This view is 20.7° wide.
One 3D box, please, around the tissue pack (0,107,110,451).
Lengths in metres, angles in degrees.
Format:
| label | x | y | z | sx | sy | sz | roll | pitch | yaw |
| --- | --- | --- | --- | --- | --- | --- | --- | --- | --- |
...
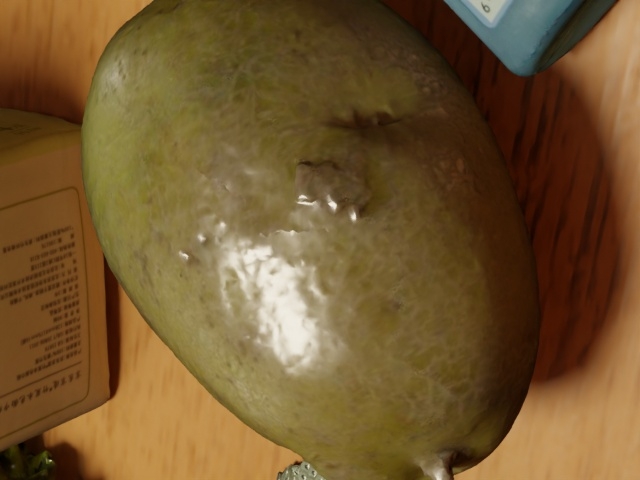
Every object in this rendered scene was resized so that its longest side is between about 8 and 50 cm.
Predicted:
| label | x | y | z | sx | sy | sz | roll | pitch | yaw |
| --- | --- | --- | --- | --- | --- | --- | --- | --- | --- |
| tissue pack | -0.222 | 0.036 | 0.853 | 0.125 | 0.234 | 0.159 | 9 | 110 | 34 |

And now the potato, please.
| label | x | y | z | sx | sy | sz | roll | pitch | yaw |
| --- | --- | --- | --- | --- | --- | --- | --- | --- | --- |
| potato | 0.000 | 0.000 | 0.750 | 0.251 | 0.159 | 0.174 | 58 | 153 | 19 |

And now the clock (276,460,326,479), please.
| label | x | y | z | sx | sy | sz | roll | pitch | yaw |
| --- | --- | --- | --- | --- | --- | --- | --- | --- | --- |
| clock | 0.009 | 0.142 | 0.872 | 0.083 | 0.010 | 0.074 | -20 | 93 | 35 |

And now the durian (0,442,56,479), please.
| label | x | y | z | sx | sy | sz | roll | pitch | yaw |
| --- | --- | --- | --- | --- | --- | --- | --- | --- | --- |
| durian | -0.264 | 0.189 | 1.001 | 0.394 | 0.163 | 0.198 | -4 | 122 | 34 |

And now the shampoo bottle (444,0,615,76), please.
| label | x | y | z | sx | sy | sz | roll | pitch | yaw |
| --- | --- | --- | --- | --- | --- | --- | --- | --- | --- |
| shampoo bottle | 0.028 | -0.190 | 0.725 | 0.258 | 0.061 | 0.104 | 47 | 125 | 12 |
